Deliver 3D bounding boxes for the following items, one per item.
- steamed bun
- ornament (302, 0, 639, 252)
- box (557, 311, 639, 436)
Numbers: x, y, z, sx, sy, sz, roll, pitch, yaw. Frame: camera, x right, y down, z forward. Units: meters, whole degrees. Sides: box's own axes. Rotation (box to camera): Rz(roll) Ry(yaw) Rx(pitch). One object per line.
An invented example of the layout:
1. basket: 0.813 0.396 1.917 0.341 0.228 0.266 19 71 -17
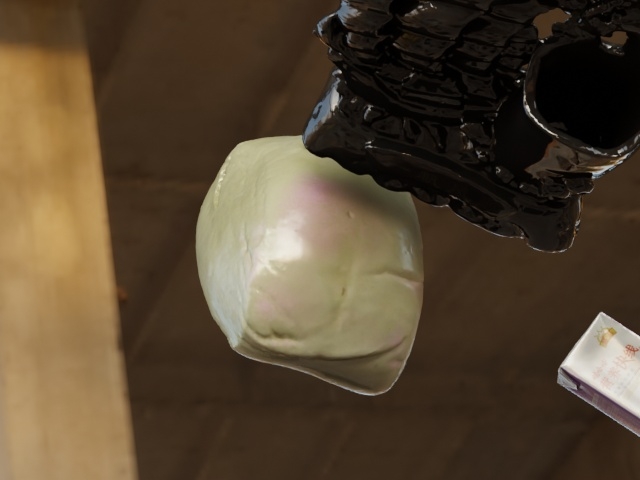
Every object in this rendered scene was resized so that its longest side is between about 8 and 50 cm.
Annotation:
1. steamed bun: 0.000 0.000 1.453 0.170 0.238 0.152 16 -67 -18
2. ornament: 0.118 -0.121 1.279 0.251 0.106 0.260 21 -28 4
3. box: 0.211 0.099 1.190 0.117 0.050 0.036 32 -19 15
